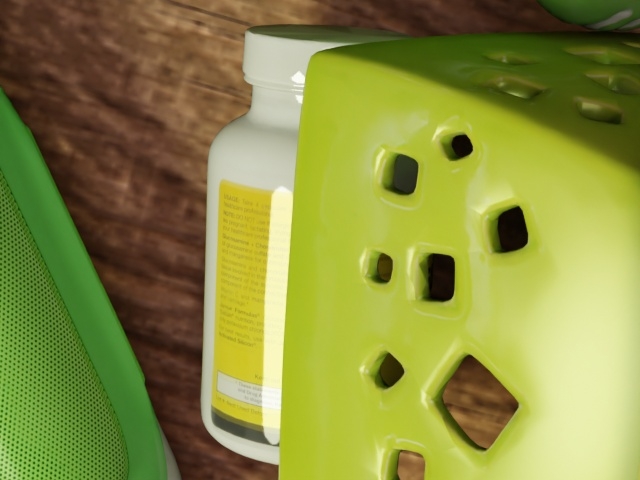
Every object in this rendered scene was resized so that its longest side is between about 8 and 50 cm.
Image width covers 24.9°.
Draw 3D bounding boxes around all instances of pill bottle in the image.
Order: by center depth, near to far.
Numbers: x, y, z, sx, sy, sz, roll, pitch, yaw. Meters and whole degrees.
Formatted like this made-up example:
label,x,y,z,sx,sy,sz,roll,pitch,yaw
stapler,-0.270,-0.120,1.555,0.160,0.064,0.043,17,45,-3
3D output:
label,x,y,z,sx,sy,sz,roll,pitch,yaw
pill bottle,0.000,0.000,0.643,0.103,0.103,0.184,2,104,-4

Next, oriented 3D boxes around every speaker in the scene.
label,x,y,z,sx,sy,sz,roll,pitch,yaw
speaker,-0.162,0.033,0.632,0.131,0.131,0.296,-22,104,2

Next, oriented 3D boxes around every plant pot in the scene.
label,x,y,z,sx,sy,sz,roll,pitch,yaw
plant pot,0.134,0.042,0.563,0.227,0.207,0.228,-9,107,-39

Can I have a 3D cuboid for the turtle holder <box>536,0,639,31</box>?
label,x,y,z,sx,sy,sz,roll,pitch,yaw
turtle holder,0.106,-0.228,0.527,0.227,0.243,0.320,-39,95,-11
